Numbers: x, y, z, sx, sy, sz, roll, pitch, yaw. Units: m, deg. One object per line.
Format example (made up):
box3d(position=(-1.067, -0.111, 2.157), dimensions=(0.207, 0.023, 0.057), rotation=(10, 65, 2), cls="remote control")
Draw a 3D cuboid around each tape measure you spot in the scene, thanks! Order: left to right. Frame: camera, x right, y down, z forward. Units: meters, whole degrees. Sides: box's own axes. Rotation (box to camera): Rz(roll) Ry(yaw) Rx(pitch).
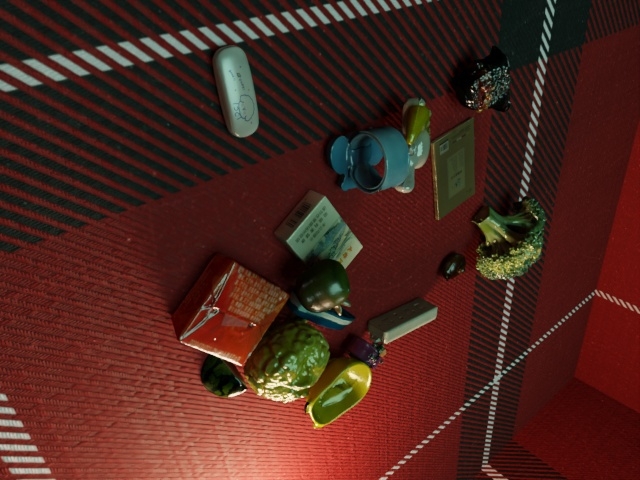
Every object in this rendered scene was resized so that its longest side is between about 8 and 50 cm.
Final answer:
box3d(position=(0.150, 0.387, 1.718), dimensions=(0.074, 0.125, 0.118), rotation=(-55, 150, -13), cls="tape measure")

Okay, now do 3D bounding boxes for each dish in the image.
box3d(position=(0.041, 0.489, 1.678), dimensions=(0.262, 0.108, 0.221), rotation=(-36, 135, -15), cls="dish")

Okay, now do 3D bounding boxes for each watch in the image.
box3d(position=(0.144, -0.213, 1.352), dimensions=(0.210, 0.193, 0.211), rotation=(-18, 121, -33), cls="watch")

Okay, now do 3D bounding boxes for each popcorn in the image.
box3d(position=(-0.095, 0.323, 1.425), dimensions=(0.237, 0.252, 0.206), rotation=(-36, 115, 24), cls="popcorn")

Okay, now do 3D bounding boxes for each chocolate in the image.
box3d(position=(-0.232, 0.173, 1.274), dimensions=(0.235, 0.108, 0.237), rotation=(-57, 138, -4), cls="chocolate")

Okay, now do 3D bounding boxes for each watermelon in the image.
box3d(position=(-0.264, 0.357, 1.376), dimensions=(0.094, 0.125, 0.135), rotation=(-40, 121, -61), cls="watermelon")

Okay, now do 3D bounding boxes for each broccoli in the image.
box3d(position=(0.767, -0.010, 1.986), dimensions=(0.375, 0.249, 0.302), rotation=(-52, 139, -1), cls="broccoli")

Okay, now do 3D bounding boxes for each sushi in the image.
box3d(position=(0.504, -0.490, 1.576), dimensions=(0.150, 0.153, 0.172), rotation=(-27, 152, -7), cls="sushi")

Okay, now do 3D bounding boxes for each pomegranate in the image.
box3d(position=(0.019, 0.134, 1.375), dimensions=(0.152, 0.131, 0.191), rotation=(-29, 147, 16), cls="pomegranate")

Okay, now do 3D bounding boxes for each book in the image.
box3d(position=(0.471, -0.249, 1.756), dimensions=(0.217, 0.021, 0.311), rotation=(-33, 130, -26), cls="book")

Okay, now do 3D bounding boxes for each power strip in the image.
box3d(position=(0.311, 0.288, 1.834), dimensions=(0.338, 0.098, 0.058), rotation=(-17, 119, -36), cls="power strip")

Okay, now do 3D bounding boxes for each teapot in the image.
box3d(position=(0.525, 0.109, 1.949), dimensions=(0.129, 0.078, 0.098), rotation=(-36, 131, -23), cls="teapot")

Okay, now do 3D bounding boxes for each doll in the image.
box3d(position=(0.263, -0.285, 1.441), dimensions=(0.237, 0.111, 0.252), rotation=(-63, 162, -66), cls="doll")

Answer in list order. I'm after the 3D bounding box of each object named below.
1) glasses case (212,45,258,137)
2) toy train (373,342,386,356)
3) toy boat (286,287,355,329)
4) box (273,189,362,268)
box3d(position=(-0.184, -0.324, 1.097), dimensions=(0.076, 0.049, 0.197), rotation=(-28, 128, -30), cls="glasses case")
box3d(position=(0.199, 0.427, 1.846), dimensions=(0.103, 0.044, 0.064), rotation=(-41, 144, -19), cls="toy train")
box3d(position=(0.011, 0.221, 1.530), dimensions=(0.299, 0.096, 0.062), rotation=(29, 98, -46), cls="toy boat")
box3d(position=(0.000, 0.000, 1.420), dimensions=(0.164, 0.069, 0.256), rotation=(-50, 135, -10), cls="box")
